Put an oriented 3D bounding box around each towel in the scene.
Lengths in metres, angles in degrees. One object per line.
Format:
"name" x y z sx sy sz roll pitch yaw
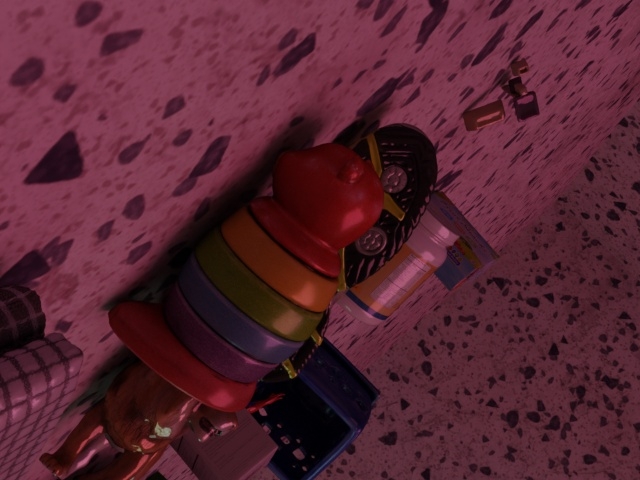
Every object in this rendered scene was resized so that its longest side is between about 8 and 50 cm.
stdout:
"towel" -0.327 0.174 0.653 0.235 0.121 0.284 -30 160 -51

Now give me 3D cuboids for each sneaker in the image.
"sneaker" 0.000 0.000 1.111 0.385 0.145 0.147 -51 -164 22

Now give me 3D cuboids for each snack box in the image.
"snack box" 0.229 -0.004 1.604 0.070 0.174 0.207 -44 168 19

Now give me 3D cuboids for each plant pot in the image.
"plant pot" -0.026 0.342 1.845 0.236 0.236 0.212 -50 171 26

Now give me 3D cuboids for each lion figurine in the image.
"lion figurine" -0.236 0.241 1.157 0.240 0.142 0.392 -46 -175 -22

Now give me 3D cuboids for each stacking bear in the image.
"stacking bear" -0.051 0.021 0.917 0.289 0.164 0.175 -50 166 10

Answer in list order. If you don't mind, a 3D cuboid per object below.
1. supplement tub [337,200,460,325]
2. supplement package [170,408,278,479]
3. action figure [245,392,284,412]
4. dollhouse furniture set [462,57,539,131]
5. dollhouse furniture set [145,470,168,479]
"supplement tub" 0.106 0.020 1.383 0.200 0.144 0.144 -46 167 13
"supplement package" -0.170 0.303 1.383 0.105 0.179 0.105 -36 165 -29
"action figure" -0.119 0.221 1.466 0.139 0.091 0.280 -24 158 -32
"dollhouse furniture set" 0.266 -0.229 1.369 0.114 0.091 0.081 -21 -151 0
"dollhouse furniture set" -0.362 0.561 1.881 0.058 0.076 0.152 -35 155 -40
